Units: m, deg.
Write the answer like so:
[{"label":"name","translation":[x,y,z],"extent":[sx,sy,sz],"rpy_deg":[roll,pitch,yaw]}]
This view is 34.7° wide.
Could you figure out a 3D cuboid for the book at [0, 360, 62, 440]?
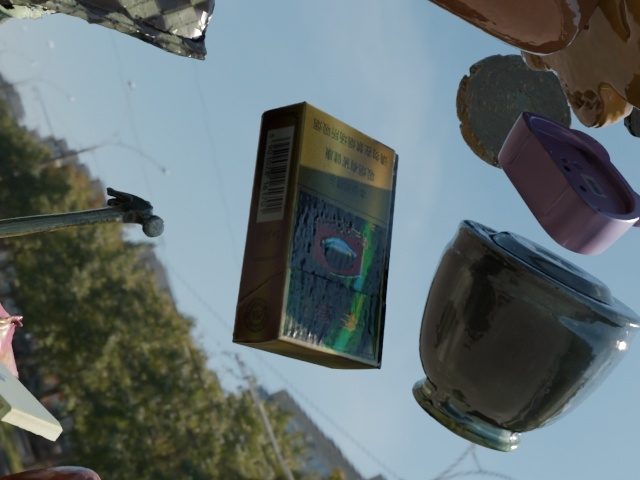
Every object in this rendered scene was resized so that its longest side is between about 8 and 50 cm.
[{"label":"book","translation":[-0.215,0.081,0.645],"extent":[0.111,0.014,0.077],"rpy_deg":[41,-8,20]}]

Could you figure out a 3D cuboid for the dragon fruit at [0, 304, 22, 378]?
[{"label":"dragon fruit","translation":[-0.575,0.095,1.319],"extent":[0.386,0.371,0.249],"rpy_deg":[-19,-106,55]}]

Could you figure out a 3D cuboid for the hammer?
[{"label":"hammer","translation":[-0.214,-0.014,0.775],"extent":[0.062,0.182,0.017],"rpy_deg":[45,-45,49]}]

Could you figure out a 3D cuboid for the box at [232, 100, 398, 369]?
[{"label":"box","translation":[0.000,0.000,1.029],"extent":[0.071,0.159,0.240],"rpy_deg":[-6,-108,38]}]

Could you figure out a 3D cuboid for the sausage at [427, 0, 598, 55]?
[{"label":"sausage","translation":[0.098,-0.275,0.891],"extent":[0.121,0.304,0.121],"rpy_deg":[-59,-169,19]}]

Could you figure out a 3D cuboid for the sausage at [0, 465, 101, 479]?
[{"label":"sausage","translation":[-0.260,0.237,0.876],"extent":[0.194,0.077,0.077],"rpy_deg":[-16,-86,33]}]

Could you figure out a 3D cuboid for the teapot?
[{"label":"teapot","translation":[0.224,0.118,1.242],"extent":[0.239,0.239,0.321],"rpy_deg":[30,11,5]}]

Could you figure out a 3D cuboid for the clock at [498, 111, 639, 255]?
[{"label":"clock","translation":[0.238,-0.050,0.959],"extent":[0.050,0.110,0.153],"rpy_deg":[-56,-140,32]}]

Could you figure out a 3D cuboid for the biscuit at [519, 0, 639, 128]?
[{"label":"biscuit","translation":[0.268,-0.232,0.946],"extent":[0.355,0.052,0.275],"rpy_deg":[-132,-146,-65]}]

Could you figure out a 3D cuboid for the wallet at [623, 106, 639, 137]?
[{"label":"wallet","translation":[0.415,-0.306,1.129],"extent":[0.046,0.190,0.379],"rpy_deg":[-96,174,-67]}]

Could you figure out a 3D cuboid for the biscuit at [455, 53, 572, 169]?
[{"label":"biscuit","translation":[0.329,-0.219,1.752],"extent":[0.226,0.226,0.042],"rpy_deg":[69,-21,9]}]

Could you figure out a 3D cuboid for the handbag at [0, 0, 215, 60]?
[{"label":"handbag","translation":[-0.330,-0.278,0.984],"extent":[0.416,0.316,0.180],"rpy_deg":[9,-89,35]}]
